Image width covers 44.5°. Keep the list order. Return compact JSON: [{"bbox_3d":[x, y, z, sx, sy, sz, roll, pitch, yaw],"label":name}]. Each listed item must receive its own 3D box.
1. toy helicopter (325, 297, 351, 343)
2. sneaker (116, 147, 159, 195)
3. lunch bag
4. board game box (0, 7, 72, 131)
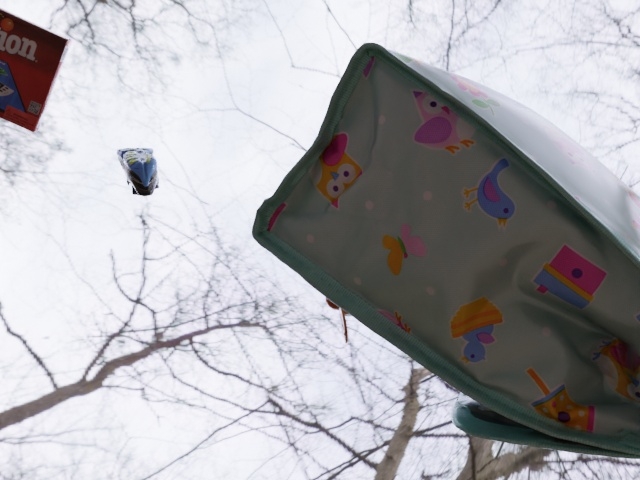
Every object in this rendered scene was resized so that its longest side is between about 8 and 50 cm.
[{"bbox_3d":[0.087,0.073,1.242,0.234,0.355,0.140,-12,-78,-25],"label":"toy helicopter"},{"bbox_3d":[-0.317,-0.119,1.360,0.067,0.188,0.078,-4,-73,-17],"label":"sneaker"},{"bbox_3d":[0.125,0.013,0.489,0.262,0.223,0.160,38,-73,13],"label":"lunch bag"},{"bbox_3d":[-0.512,-0.278,1.109,0.281,0.027,0.145,23,-79,-7],"label":"board game box"}]
